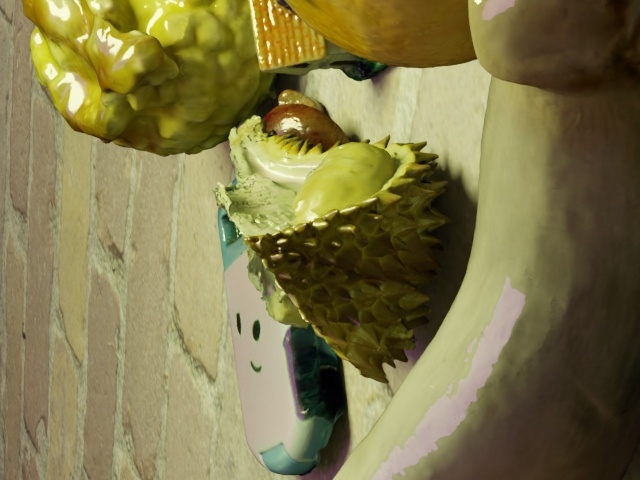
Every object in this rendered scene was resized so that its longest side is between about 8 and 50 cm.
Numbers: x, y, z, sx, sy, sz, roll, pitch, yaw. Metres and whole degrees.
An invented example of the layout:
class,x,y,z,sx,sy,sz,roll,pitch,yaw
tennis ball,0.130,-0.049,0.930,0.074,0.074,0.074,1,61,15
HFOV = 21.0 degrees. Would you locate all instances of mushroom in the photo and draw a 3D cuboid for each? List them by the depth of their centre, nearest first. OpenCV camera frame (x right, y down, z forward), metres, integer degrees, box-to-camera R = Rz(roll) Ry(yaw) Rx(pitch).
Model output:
class,x,y,z,sx,sy,sz,roll,pitch,yaw
mushroom,0.124,-0.003,0.911,0.126,0.177,0.397,47,136,43
mushroom,-0.020,-0.080,1.418,0.088,0.072,0.129,64,177,-35

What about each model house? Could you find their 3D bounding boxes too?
class,x,y,z,sx,sy,sz,roll,pitch,yaw
model house,0.003,-0.171,1.297,0.100,0.100,0.088,150,115,-67

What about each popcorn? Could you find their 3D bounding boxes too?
class,x,y,z,sx,sy,sz,roll,pitch,yaw
popcorn,-0.150,-0.176,1.525,0.251,0.236,0.206,-23,-53,-70

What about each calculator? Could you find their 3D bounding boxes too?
class,x,y,z,sx,sy,sz,roll,pitch,yaw
calculator,-0.038,0.060,1.515,0.173,0.051,0.293,139,125,-66

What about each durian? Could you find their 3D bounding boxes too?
class,x,y,z,sx,sy,sz,roll,pitch,yaw
durian,0.000,0.000,1.244,0.306,0.166,0.172,-114,30,-63

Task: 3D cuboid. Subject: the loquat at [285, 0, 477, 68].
class,x,y,z,sx,sy,sz,roll,pitch,yaw
loquat,0.068,-0.211,0.971,0.244,0.243,0.244,176,90,-69
